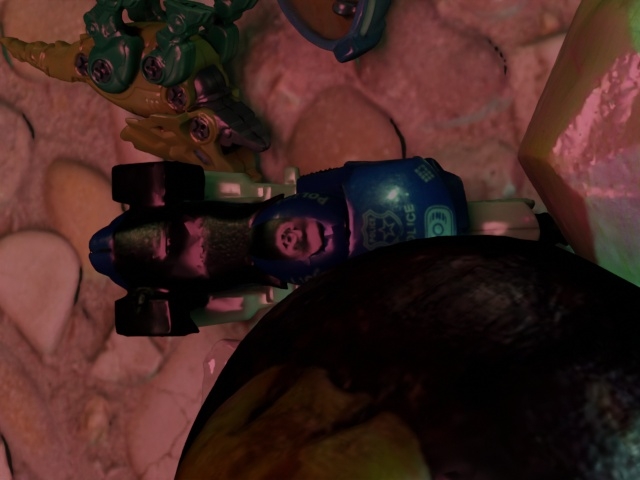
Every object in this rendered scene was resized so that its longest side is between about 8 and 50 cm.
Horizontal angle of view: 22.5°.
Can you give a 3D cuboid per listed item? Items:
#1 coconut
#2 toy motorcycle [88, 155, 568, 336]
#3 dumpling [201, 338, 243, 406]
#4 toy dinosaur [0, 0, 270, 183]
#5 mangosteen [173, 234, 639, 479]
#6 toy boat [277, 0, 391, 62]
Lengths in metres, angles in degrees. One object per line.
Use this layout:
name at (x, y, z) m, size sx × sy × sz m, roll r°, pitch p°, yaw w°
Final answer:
coconut at (0.227, -0.054, 0.952) m, size 0.204 × 0.236 × 0.236 m, roll 28°, pitch 103°, yaw 63°
toy motorcycle at (0.000, 0.000, 1.079) m, size 0.331 × 0.196 × 0.125 m, roll -3°, pitch 86°, yaw 28°
dumpling at (-0.004, 0.146, 1.131) m, size 0.150 × 0.092 × 0.176 m, roll -21°, pitch 78°, yaw 30°
toy dinosaur at (-0.142, -0.138, 1.219) m, size 0.259 × 0.094 × 0.153 m, roll 27°, pitch 120°, yaw 22°
mangosteen at (0.059, 0.203, 0.850) m, size 0.382 × 0.435 × 0.382 m, roll 22°, pitch 129°, yaw 30°
toy boat at (-0.016, -0.223, 1.156) m, size 0.088 × 0.102 × 0.215 m, roll -30°, pitch 73°, yaw 27°
